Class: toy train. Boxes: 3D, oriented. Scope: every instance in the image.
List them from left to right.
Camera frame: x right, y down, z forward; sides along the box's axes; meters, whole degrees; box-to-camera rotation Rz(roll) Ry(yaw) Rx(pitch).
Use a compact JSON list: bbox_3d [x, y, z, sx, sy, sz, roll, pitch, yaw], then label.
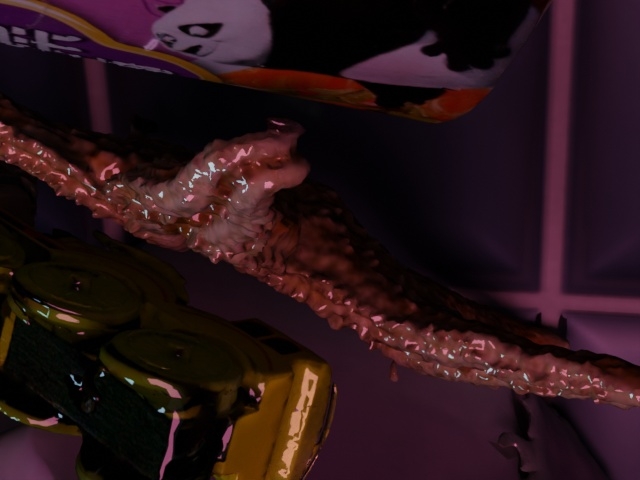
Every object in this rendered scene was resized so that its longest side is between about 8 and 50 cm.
[{"bbox_3d":[-0.108,0.006,0.524,0.250,0.085,0.053,31,112,33],"label":"toy train"}]

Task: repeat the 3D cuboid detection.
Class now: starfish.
[{"bbox_3d":[-0.002,0.005,0.487,0.295,0.231,0.048,26,87,-33],"label":"starfish"}]

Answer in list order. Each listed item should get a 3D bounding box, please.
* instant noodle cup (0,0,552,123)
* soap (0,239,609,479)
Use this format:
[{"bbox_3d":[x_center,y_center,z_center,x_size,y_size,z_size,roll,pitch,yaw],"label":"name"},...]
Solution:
[{"bbox_3d":[-0.027,-0.147,0.396,0.190,0.251,0.251,16,122,-9],"label":"instant noodle cup"},{"bbox_3d":[-0.109,0.173,0.639,0.446,0.156,0.261,-24,113,21],"label":"soap"}]
